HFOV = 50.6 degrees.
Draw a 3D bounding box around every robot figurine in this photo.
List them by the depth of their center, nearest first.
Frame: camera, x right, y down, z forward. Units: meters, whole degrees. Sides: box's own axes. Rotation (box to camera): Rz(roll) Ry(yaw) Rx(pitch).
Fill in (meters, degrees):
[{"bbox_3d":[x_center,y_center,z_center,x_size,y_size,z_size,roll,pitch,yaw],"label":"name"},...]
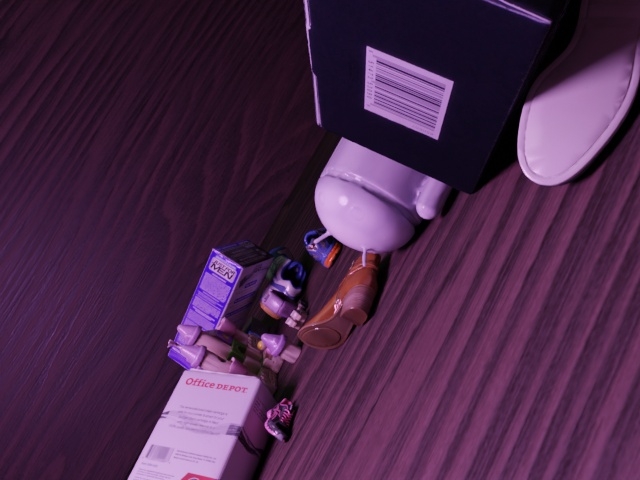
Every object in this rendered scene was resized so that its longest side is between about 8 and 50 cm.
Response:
[{"bbox_3d":[0.122,-0.125,1.236,0.299,0.199,0.354,22,79,51],"label":"robot figurine"}]

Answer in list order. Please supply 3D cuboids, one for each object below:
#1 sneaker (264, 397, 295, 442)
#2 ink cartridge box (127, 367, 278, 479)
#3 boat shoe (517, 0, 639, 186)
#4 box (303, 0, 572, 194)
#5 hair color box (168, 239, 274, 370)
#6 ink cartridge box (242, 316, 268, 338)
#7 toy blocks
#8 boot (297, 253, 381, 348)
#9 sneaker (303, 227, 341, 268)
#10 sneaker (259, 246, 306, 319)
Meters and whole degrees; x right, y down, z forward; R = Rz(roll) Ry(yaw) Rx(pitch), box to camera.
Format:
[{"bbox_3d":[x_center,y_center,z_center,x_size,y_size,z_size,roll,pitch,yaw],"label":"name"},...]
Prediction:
[{"bbox_3d":[-0.071,0.334,1.275,0.057,0.047,0.119,-46,12,4],"label":"sneaker"},{"bbox_3d":[-0.224,0.402,1.324,0.196,0.114,0.273,1,49,28],"label":"ink cartridge box"},{"bbox_3d":[0.335,-0.199,0.817,0.099,0.116,0.320,35,-103,-57],"label":"boat shoe"},{"bbox_3d":[0.215,-0.393,0.934,0.472,0.297,0.480,-62,-10,-13],"label":"box"},{"bbox_3d":[-0.267,0.176,1.827,0.339,0.110,0.185,-63,-16,17],"label":"hair color box"},{"bbox_3d":[-0.224,0.325,1.968,0.181,0.061,0.104,-56,10,14],"label":"ink cartridge box"},{"bbox_3d":[-0.217,0.246,1.606,0.309,0.260,0.288,-57,10,9],"label":"toy blocks"},{"bbox_3d":[0.043,0.115,1.286,0.197,0.073,0.152,-34,25,40],"label":"boot"},{"bbox_3d":[0.000,0.000,1.775,0.083,0.087,0.221,-57,10,7],"label":"sneaker"},{"bbox_3d":[-0.088,0.096,1.921,0.131,0.111,0.297,-45,24,24],"label":"sneaker"}]
